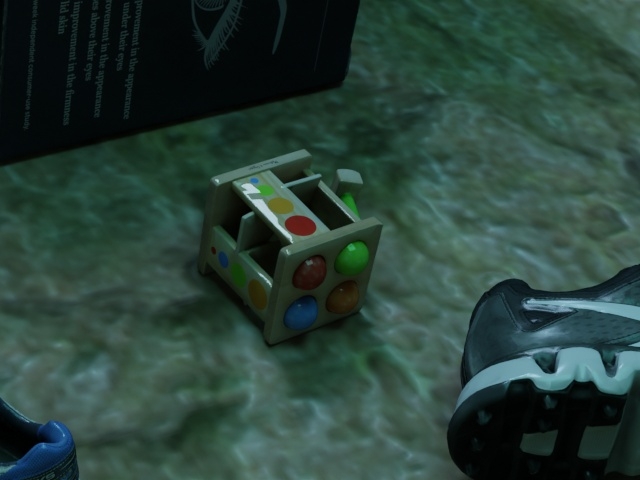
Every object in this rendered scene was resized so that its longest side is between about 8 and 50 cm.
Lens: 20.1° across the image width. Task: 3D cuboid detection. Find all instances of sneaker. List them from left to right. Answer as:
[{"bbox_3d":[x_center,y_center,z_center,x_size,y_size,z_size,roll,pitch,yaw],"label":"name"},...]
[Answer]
[{"bbox_3d":[-0.147,0.066,0.673,0.135,0.058,0.052,18,39,9],"label":"sneaker"},{"bbox_3d":[0.166,0.053,0.754,0.234,0.078,0.106,5,41,-6],"label":"sneaker"}]

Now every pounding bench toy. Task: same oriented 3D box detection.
[{"bbox_3d":[0.000,0.000,0.798,0.083,0.052,0.065,-19,48,-33],"label":"pounding bench toy"}]

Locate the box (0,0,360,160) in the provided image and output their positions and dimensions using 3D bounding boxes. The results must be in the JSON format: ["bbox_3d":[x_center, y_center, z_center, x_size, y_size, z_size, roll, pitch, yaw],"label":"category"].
[{"bbox_3d":[-0.084,-0.146,0.879,0.207,0.153,0.108,-15,45,-32],"label":"box"}]
